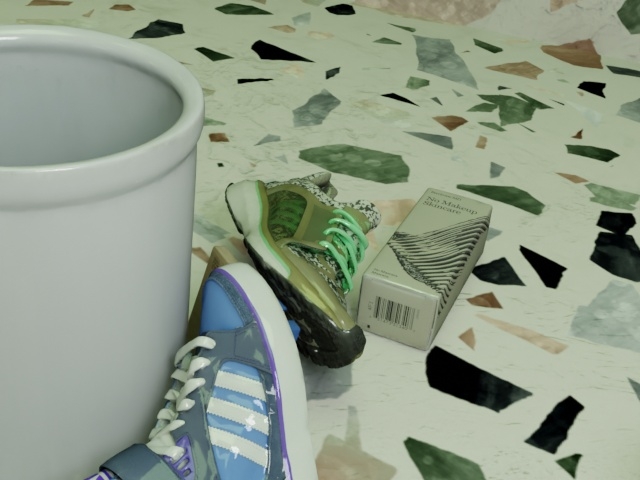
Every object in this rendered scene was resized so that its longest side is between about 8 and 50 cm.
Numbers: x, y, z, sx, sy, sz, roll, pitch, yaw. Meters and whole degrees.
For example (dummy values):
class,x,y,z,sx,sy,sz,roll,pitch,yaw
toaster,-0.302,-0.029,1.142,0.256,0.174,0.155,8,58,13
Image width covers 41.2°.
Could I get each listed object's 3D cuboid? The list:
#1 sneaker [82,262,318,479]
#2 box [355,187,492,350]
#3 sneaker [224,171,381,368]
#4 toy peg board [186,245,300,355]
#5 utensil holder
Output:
class,x,y,z,sx,sy,sz,roll,pitch,yaw
sneaker,-0.139,0.181,0.796,0.236,0.130,0.322,-5,71,-27
box,0.152,0.032,1.211,0.113,0.094,0.275,17,35,17
sneaker,0.000,0.000,1.099,0.182,0.158,0.410,-26,33,-4
toy peg board,-0.081,0.115,0.996,0.079,0.160,0.161,2,30,-37
utensil holder,-0.289,0.015,0.887,0.328,0.385,0.327,5,34,-3
